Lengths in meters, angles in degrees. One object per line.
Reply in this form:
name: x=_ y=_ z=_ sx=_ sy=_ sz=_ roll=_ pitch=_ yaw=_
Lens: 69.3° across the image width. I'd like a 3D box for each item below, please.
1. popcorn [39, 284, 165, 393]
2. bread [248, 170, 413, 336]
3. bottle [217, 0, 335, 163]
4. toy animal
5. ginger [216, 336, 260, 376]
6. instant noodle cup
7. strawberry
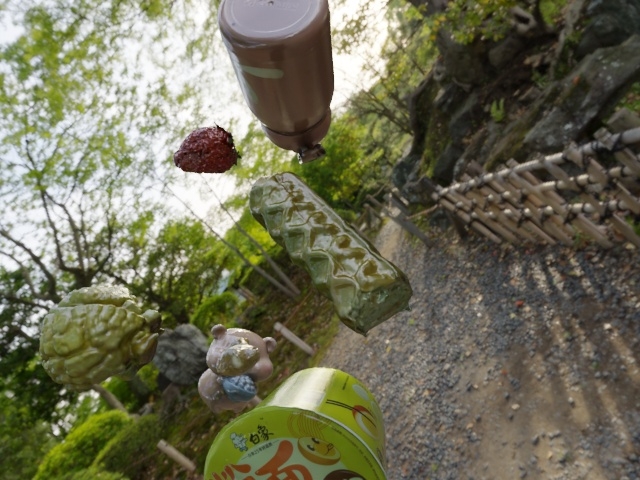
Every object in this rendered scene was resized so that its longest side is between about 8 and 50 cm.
popcorn: x=-0.489 y=0.213 z=1.041 sx=0.258 sy=0.270 sz=0.224 roll=-5 pitch=-80 yaw=-49
bread: x=-0.001 y=0.000 z=0.580 sx=0.098 sy=0.269 sz=0.087 roll=-23 pitch=-41 yaw=-27
bottle: x=-0.056 y=-0.273 z=0.806 sx=0.173 sy=0.206 sz=0.297 roll=-20 pitch=-25 yaw=-5
toy animal: x=-0.260 y=0.399 z=1.418 sx=0.221 sy=0.210 sz=0.229 roll=-49 pitch=35 yaw=44
ginger: x=-0.189 y=0.262 z=1.031 sx=0.096 sy=0.067 sz=0.165 roll=-30 pitch=6 yaw=-16
instant noodle cup: x=-0.013 y=0.377 z=0.803 sx=0.311 sy=0.311 sz=0.221 roll=-50 pitch=-5 yaw=16
strawberry: x=-0.381 y=-0.282 z=1.487 sx=0.174 sy=0.228 sz=0.098 roll=82 pitch=-177 yaw=-45
